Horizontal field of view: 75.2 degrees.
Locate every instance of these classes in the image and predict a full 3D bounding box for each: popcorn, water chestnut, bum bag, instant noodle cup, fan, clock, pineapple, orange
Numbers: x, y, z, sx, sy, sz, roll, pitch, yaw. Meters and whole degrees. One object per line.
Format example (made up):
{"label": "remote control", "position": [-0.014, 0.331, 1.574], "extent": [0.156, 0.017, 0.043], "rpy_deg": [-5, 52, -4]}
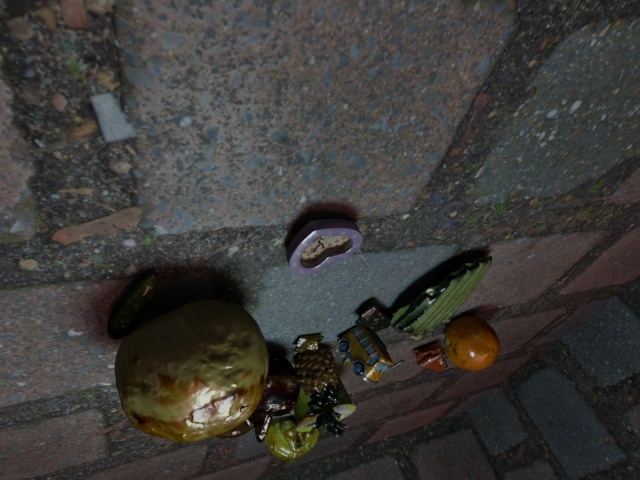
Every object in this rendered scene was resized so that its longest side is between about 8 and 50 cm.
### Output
{"label": "popcorn", "position": [-0.129, 0.899, 1.954], "extent": [0.277, 0.225, 0.276], "rpy_deg": [-18, 147, -12]}
{"label": "water chestnut", "position": [-0.201, 0.528, 1.414], "extent": [0.300, 0.300, 0.300], "rpy_deg": [-15, 143, -12]}
{"label": "bum bag", "position": [0.204, 0.285, 1.513], "extent": [0.107, 0.060, 0.232], "rpy_deg": [-37, 142, 14]}
{"label": "instant noodle cup", "position": [-0.006, 0.641, 1.721], "extent": [0.264, 0.200, 0.264], "rpy_deg": [-15, 143, -11]}
{"label": "fan", "position": [0.331, 0.646, 2.072], "extent": [0.193, 0.016, 0.038], "rpy_deg": [-28, 141, 4]}
{"label": "clock", "position": [0.000, 0.000, 1.039], "extent": [0.198, 0.064, 0.172], "rpy_deg": [-26, 144, 3]}
{"label": "pineapple", "position": [0.010, 0.560, 1.516], "extent": [0.169, 0.340, 0.169], "rpy_deg": [-13, 139, -11]}
{"label": "orange", "position": [0.660, 0.454, 1.831], "extent": [0.240, 0.240, 0.240], "rpy_deg": [-15, 143, -12]}

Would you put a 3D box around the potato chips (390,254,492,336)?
{"label": "potato chips", "position": [0.451, 0.212, 1.521], "extent": [0.359, 0.070, 0.429], "rpy_deg": [-3, 135, -38]}

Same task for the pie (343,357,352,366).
{"label": "pie", "position": [0.135, 0.518, 1.799], "extent": [0.084, 0.021, 0.084], "rpy_deg": [-16, 139, -14]}

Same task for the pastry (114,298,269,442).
{"label": "pastry", "position": [-0.308, 0.335, 1.048], "extent": [0.389, 0.312, 0.388], "rpy_deg": [-24, 160, -9]}

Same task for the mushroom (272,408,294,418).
{"label": "mushroom", "position": [-0.210, 0.671, 1.732], "extent": [0.118, 0.103, 0.270], "rpy_deg": [-28, 138, 6]}

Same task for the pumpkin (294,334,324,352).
{"label": "pumpkin", "position": [-0.045, 0.367, 1.501], "extent": [0.101, 0.035, 0.073], "rpy_deg": [5, 123, -29]}

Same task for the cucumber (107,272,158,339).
{"label": "cucumber", "position": [-0.446, 0.157, 0.988], "extent": [0.069, 0.069, 0.227], "rpy_deg": [18, 124, -42]}

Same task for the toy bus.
{"label": "toy bus", "position": [0.172, 0.415, 1.543], "extent": [0.136, 0.209, 0.126], "rpy_deg": [-44, 139, 8]}

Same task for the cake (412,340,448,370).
{"label": "cake", "position": [0.571, 0.569, 2.041], "extent": [0.135, 0.098, 0.287], "rpy_deg": [-41, 140, 21]}

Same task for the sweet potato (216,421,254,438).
{"label": "sweet potato", "position": [-0.355, 0.848, 1.890], "extent": [0.244, 0.077, 0.077], "rpy_deg": [-8, 141, -19]}
